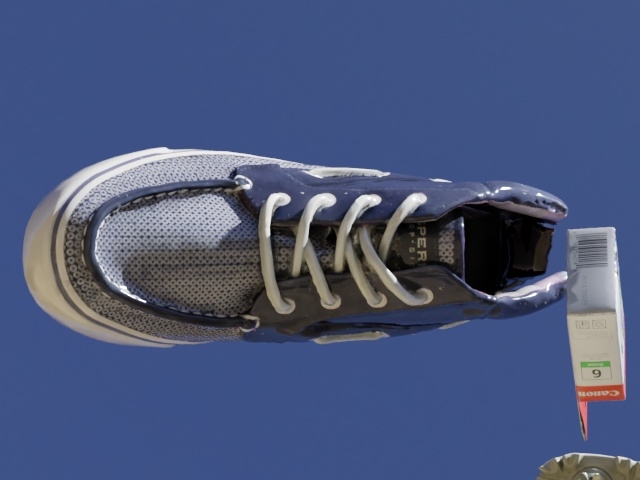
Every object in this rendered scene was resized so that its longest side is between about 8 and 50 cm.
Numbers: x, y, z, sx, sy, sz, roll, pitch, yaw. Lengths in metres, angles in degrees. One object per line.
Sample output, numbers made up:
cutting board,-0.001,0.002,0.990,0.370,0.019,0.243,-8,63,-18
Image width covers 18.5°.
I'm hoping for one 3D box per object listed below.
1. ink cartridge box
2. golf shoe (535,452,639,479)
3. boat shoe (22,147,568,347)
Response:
ink cartridge box,0.155,0.053,1.091,0.029,0.063,0.115,-4,-43,11
golf shoe,0.164,0.143,0.805,0.176,0.086,0.069,29,-88,11
boat shoe,0.000,0.000,1.198,0.158,0.340,0.127,-6,-92,50
